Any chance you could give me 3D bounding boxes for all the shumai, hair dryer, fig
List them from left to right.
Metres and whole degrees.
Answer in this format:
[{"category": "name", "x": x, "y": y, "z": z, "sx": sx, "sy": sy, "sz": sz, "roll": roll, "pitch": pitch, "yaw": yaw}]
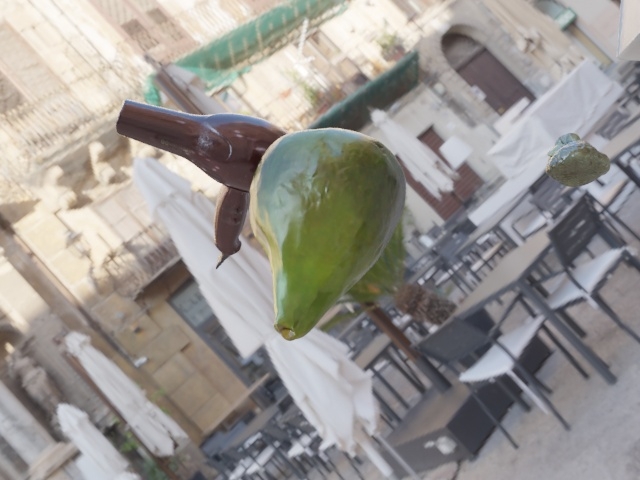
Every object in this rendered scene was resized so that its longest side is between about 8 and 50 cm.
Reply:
[{"category": "hair dryer", "x": -0.198, "y": -0.078, "z": 1.244, "sx": 0.123, "sy": 0.313, "sz": 0.340, "roll": -86, "pitch": 10, "yaw": -46}, {"category": "fig", "x": 0.000, "y": 0.000, "z": 0.922, "sx": 0.206, "sy": 0.206, "sz": 0.275, "roll": 126, "pitch": 155, "yaw": -69}, {"category": "shumai", "x": 0.352, "y": -0.122, "z": 0.999, "sx": 0.083, "sy": 0.080, "sz": 0.082, "roll": -12, "pitch": -35, "yaw": 18}]

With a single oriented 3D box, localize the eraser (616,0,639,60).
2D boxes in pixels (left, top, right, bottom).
[{"category": "eraser", "x": 0.155, "y": -0.145, "z": 0.290, "sx": 0.150, "sy": 0.023, "sz": 0.103, "roll": 24, "pitch": -108, "yaw": -82}]
